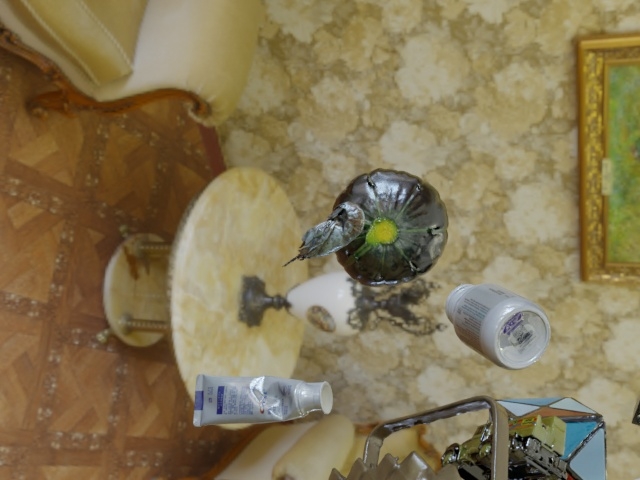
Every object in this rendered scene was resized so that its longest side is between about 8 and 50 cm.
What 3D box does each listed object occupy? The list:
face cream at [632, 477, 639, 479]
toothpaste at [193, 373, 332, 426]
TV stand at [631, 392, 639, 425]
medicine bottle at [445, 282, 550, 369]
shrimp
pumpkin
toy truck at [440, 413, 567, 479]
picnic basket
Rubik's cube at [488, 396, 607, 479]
[{"bbox_3d":[0.636,0.530,1.357,0.111,0.206,0.206,-59,144,-52],"label":"face cream"},{"bbox_3d":[-0.111,0.288,1.347,0.061,0.266,0.096,40,48,-63],"label":"toothpaste"},{"bbox_3d":[0.653,0.254,1.423,0.049,0.040,0.256,-48,147,-49],"label":"TV stand"},{"bbox_3d":[0.328,0.154,1.421,0.215,0.135,0.135,-149,-127,-69],"label":"medicine bottle"},{"bbox_3d":[0.000,0.000,1.579,0.090,0.233,0.079,-3,61,-62],"label":"shrimp"},{"bbox_3d":[0.170,-0.035,1.829,0.296,0.295,0.296,2,90,-67],"label":"pumpkin"},{"bbox_3d":[0.344,0.401,1.399,0.127,0.257,0.127,35,53,-10],"label":"toy truck"},{"bbox_3d":[0.151,0.388,1.044,0.291,0.254,0.321,37,43,-27],"label":"picnic basket"},{"bbox_3d":[0.593,0.560,1.960,0.248,0.250,0.246,168,-80,-86],"label":"Rubik's cube"}]
